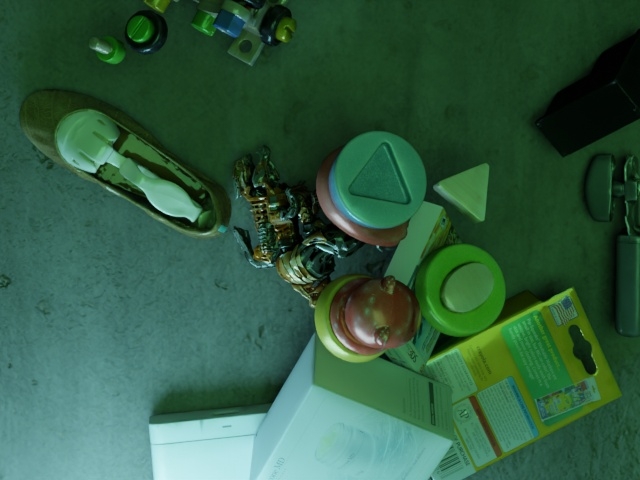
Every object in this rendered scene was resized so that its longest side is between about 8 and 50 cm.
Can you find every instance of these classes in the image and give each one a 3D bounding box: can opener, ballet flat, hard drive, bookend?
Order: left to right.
[{"bbox_3d":[-0.274,-0.105,1.872,0.342,0.124,0.116,35,94,-12],"label":"ballet flat"},{"bbox_3d":[-0.134,0.434,2.037,0.233,0.047,0.353,-5,102,-7],"label":"hard drive"},{"bbox_3d":[0.421,-0.221,1.961,0.072,0.156,0.157,48,136,-13],"label":"bookend"},{"bbox_3d":[0.460,0.005,2.034,0.095,0.076,0.283,4,103,24],"label":"can opener"}]

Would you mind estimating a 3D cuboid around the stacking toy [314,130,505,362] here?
[{"bbox_3d":[0.138,0.002,1.763,0.279,0.130,0.309,-1,82,-19],"label":"stacking toy"}]

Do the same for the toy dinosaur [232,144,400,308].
[{"bbox_3d":[0.000,0.000,1.934,0.218,0.164,0.322,-30,113,11],"label":"toy dinosaur"}]

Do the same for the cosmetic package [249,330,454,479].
[{"bbox_3d":[0.042,0.287,1.905,0.224,0.138,0.224,23,119,-10],"label":"cosmetic package"}]

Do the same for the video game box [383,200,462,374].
[{"bbox_3d":[0.144,0.074,1.911,0.048,0.187,0.205,18,72,25],"label":"video game box"}]

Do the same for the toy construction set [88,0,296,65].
[{"bbox_3d":[-0.147,-0.384,1.827,0.257,0.237,0.309,1,83,22],"label":"toy construction set"}]

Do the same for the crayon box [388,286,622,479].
[{"bbox_3d":[0.275,0.219,2.032,0.323,0.083,0.203,-27,103,-1],"label":"crayon box"}]
